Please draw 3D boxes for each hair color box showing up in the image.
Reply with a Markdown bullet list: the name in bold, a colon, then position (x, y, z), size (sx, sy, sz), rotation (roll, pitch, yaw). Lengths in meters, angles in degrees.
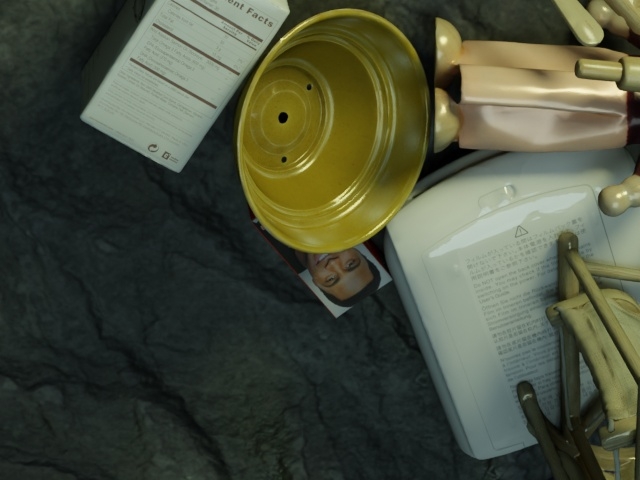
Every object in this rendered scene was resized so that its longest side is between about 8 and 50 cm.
- **hair color box**: position (0.000, 0.000, 1.600), size (0.072, 0.043, 0.141), rotation (-35, 119, 11)

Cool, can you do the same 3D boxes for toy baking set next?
- **toy baking set**: position (0.273, -0.211, 1.452), size (0.256, 0.197, 0.030), rotation (0, 155, -12)

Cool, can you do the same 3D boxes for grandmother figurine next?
- **grandmother figurine**: position (0.272, -0.122, 1.486), size (0.342, 0.104, 0.208), rotation (0, 82, 3)

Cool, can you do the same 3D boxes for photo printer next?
- **photo printer**: position (0.207, 0.042, 1.618), size (0.256, 0.107, 0.307), rotation (-21, 120, 3)

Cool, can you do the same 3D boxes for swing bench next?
- **swing bench**: position (0.284, 0.169, 1.492), size (0.165, 0.253, 0.254), rotation (8, 117, -13)

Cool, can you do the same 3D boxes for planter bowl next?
- **planter bowl**: position (-0.011, -0.103, 1.492), size (0.217, 0.090, 0.217), rotation (-13, 110, -37)

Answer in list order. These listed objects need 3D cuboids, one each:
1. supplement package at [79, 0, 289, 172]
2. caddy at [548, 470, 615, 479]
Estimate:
- **supplement package**: position (-0.120, -0.171, 1.449), size (0.105, 0.105, 0.179), rotation (29, 111, -20)
- **caddy**: position (0.354, 0.380, 1.793), size (0.341, 0.179, 0.241), rotation (-2, 121, -7)
